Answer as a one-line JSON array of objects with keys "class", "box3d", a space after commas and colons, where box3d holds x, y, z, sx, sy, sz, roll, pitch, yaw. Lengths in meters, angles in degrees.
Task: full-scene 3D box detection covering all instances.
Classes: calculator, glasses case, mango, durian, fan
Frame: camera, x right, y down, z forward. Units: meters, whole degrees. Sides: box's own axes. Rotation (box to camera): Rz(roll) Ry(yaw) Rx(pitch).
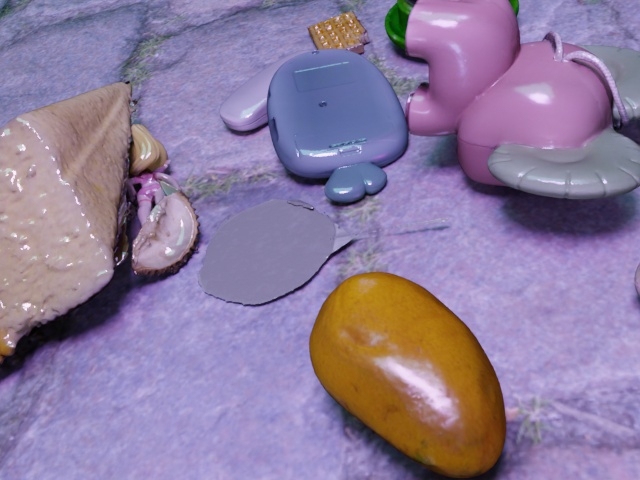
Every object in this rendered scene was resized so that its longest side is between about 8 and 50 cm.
[{"class": "calculator", "box3d": [0.021, -0.170, 0.933, 0.185, 0.041, 0.299, -10, 50, -4]}, {"class": "glasses case", "box3d": [-0.070, -0.235, 1.050, 0.197, 0.049, 0.076, -41, 49, -22]}, {"class": "mango", "box3d": [0.074, 0.115, 0.601, 0.147, 0.109, 0.227, -6, 38, -23]}, {"class": "durian", "box3d": [-0.187, -0.003, 0.844, 0.052, 0.066, 0.130, 7, 59, 27]}, {"class": "fan", "box3d": [0.000, 0.001, 0.812, 0.310, 0.010, 0.182, -8, 44, 16]}]

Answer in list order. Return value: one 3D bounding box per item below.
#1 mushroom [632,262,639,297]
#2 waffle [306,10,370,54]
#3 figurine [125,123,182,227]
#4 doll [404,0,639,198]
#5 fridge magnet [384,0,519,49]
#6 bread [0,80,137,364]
[{"class": "mushroom", "box3d": [0.333, 0.034, 0.621, 0.083, 0.067, 0.083, -14, 36, 11]}, {"class": "waffle", "box3d": [0.033, -0.346, 1.151, 0.092, 0.021, 0.135, -20, 43, -2]}, {"class": "figurine", "box3d": [-0.237, -0.087, 0.946, 0.083, 0.083, 0.187, -18, 50, 0]}, {"class": "doll", "box3d": [0.238, -0.161, 0.751, 0.268, 0.216, 0.284, 14, 50, 23]}, {"class": "fridge magnet", "box3d": [0.201, -0.359, 1.055, 0.208, 0.088, 0.208, -10, 44, 10]}, {"class": "bread", "box3d": [-0.383, -0.016, 0.898, 0.345, 0.242, 0.405, -33, 9, 13]}]
